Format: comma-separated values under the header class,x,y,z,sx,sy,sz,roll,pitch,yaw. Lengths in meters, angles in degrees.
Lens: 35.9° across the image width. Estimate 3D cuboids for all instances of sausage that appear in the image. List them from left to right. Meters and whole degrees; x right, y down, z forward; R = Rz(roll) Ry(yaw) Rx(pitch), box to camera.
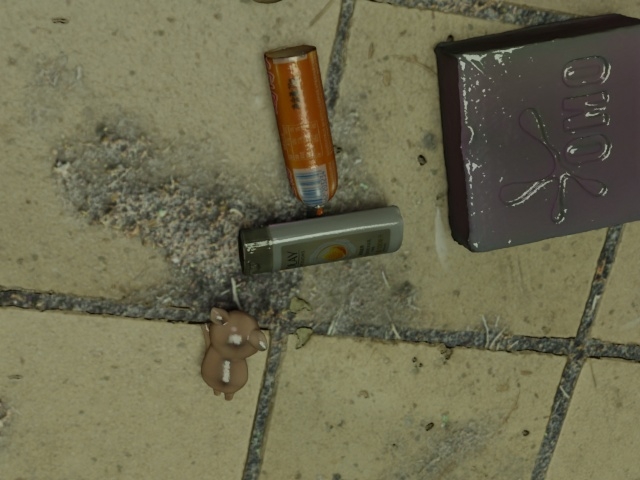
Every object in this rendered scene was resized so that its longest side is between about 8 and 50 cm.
class,x,y,z,sx,sy,sz,roll,pitch,yaw
sausage,-0.021,-0.142,1.326,0.071,0.071,0.234,-14,113,-9

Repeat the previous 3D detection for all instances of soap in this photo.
class,x,y,z,sx,sy,sz,roll,pitch,yaw
soap,0.314,-0.151,1.392,0.285,0.107,0.296,-12,112,-7

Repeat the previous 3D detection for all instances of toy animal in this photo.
class,x,y,z,sx,sy,sz,roll,pitch,yaw
toy animal,-0.127,0.161,1.409,0.083,0.089,0.150,3,119,-19

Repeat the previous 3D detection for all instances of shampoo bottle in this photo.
class,x,y,z,sx,sy,sz,roll,pitch,yaw
shampoo bottle,0.000,0.000,1.385,0.227,0.056,0.086,-8,148,-12

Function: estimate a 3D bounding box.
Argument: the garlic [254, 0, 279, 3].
class,x,y,z,sx,sy,sz,roll,pitch,yaw
garlic,-0.044,-0.377,1.224,0.124,0.099,0.174,26,107,-41
